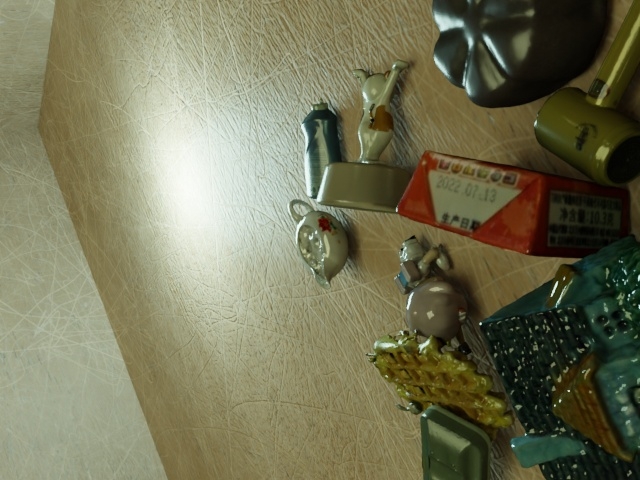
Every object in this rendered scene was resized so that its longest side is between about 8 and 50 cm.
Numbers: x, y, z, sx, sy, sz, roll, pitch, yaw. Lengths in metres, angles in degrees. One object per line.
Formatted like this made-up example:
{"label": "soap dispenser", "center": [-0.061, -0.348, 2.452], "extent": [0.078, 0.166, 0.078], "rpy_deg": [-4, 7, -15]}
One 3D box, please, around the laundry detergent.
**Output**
{"label": "laundry detergent", "center": [0.004, -0.190, 1.427], "extent": [0.096, 0.061, 0.206], "rpy_deg": [13, 112, 56]}

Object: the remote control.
{"label": "remote control", "center": [0.238, 0.444, 1.234], "extent": [0.128, 0.065, 0.335], "rpy_deg": [24, 135, 39]}

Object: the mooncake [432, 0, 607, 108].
{"label": "mooncake", "center": [0.263, -0.307, 0.953], "extent": [0.245, 0.133, 0.245], "rpy_deg": [36, 133, 53]}

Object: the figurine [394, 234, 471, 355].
{"label": "figurine", "center": [0.194, 0.099, 1.217], "extent": [0.137, 0.111, 0.229], "rpy_deg": [116, 140, -50]}

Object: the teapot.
{"label": "teapot", "center": [0.000, 0.000, 1.473], "extent": [0.226, 0.092, 0.145], "rpy_deg": [60, 140, 26]}

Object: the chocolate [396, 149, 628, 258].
{"label": "chocolate", "center": [0.271, -0.048, 0.941], "extent": [0.234, 0.237, 0.108], "rpy_deg": [24, 105, 50]}

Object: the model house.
{"label": "model house", "center": [0.314, 0.157, 0.801], "extent": [0.241, 0.226, 0.261], "rpy_deg": [-23, 95, 16]}

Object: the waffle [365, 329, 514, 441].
{"label": "waffle", "center": [0.208, 0.251, 1.200], "extent": [0.280, 0.060, 0.262], "rpy_deg": [31, 148, 25]}

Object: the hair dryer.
{"label": "hair dryer", "center": [0.379, -0.213, 0.845], "extent": [0.135, 0.090, 0.279], "rpy_deg": [57, 135, 52]}

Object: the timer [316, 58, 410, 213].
{"label": "timer", "center": [0.094, -0.188, 1.247], "extent": [0.175, 0.175, 0.266], "rpy_deg": [9, 92, 54]}
